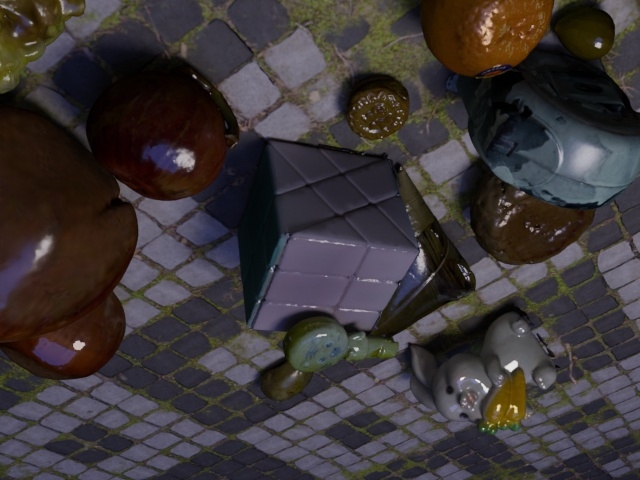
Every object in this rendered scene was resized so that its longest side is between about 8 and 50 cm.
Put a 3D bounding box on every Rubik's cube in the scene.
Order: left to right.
[{"bbox_3d":[0.000,0.000,1.085,0.221,0.231,0.225,7,135,-19],"label":"Rubik's cube"}]

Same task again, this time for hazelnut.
[{"bbox_3d":[-0.449,-0.015,0.932,0.372,0.315,0.372,16,140,14],"label":"hazelnut"},{"bbox_3d":[-0.455,0.152,1.187,0.214,0.176,0.214,-21,130,-29],"label":"hazelnut"}]

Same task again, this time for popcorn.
[{"bbox_3d":[-0.364,-0.266,0.727,0.286,0.225,0.174,-25,139,16],"label":"popcorn"}]

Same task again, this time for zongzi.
[{"bbox_3d":[0.108,0.041,1.225,0.274,0.145,0.300,-33,121,8],"label":"zongzi"}]

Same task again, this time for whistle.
[{"bbox_3d":[0.033,0.165,1.066,0.198,0.057,0.104,4,130,-27],"label":"whistle"}]

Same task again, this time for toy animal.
[{"bbox_3d":[0.358,0.296,1.487,0.310,0.247,0.183,-34,118,1],"label":"toy animal"}]

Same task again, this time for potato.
[{"bbox_3d":[-0.076,0.320,1.519,0.138,0.070,0.091,-36,133,23],"label":"potato"}]

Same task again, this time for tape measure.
[{"bbox_3d":[0.341,-0.170,0.962,0.275,0.256,0.147,10,133,-15],"label":"tape measure"}]

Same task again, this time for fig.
[{"bbox_3d":[-0.214,-0.152,0.920,0.205,0.205,0.205,-6,137,-6],"label":"fig"},{"bbox_3d":[0.384,-0.304,0.969,0.088,0.074,0.074,18,133,2],"label":"fig"}]

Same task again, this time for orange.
[{"bbox_3d":[0.216,-0.305,0.868,0.177,0.155,0.177,-11,144,-8],"label":"orange"}]

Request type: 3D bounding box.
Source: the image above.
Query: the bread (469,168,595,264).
[{"bbox_3d":[0.372,-0.065,1.179,0.230,0.123,0.230,-5,131,-6],"label":"bread"}]

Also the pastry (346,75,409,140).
[{"bbox_3d":[0.089,-0.203,1.019,0.109,0.057,0.097,32,127,-34],"label":"pastry"}]
